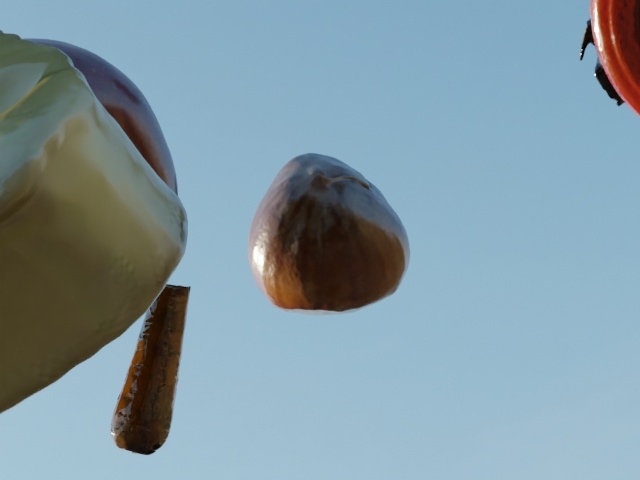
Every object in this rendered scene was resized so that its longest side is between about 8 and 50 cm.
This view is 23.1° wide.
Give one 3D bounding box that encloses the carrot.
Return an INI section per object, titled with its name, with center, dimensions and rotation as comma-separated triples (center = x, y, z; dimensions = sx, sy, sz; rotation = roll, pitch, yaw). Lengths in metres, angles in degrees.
[carrot]
center = -0.155, 0.118, 1.450
dimensions = 0.055, 0.161, 0.055
rotation = 11, -9, 2

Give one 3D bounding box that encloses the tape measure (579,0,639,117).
[tape measure]
center = 0.319, -0.192, 1.196
dimensions = 0.114, 0.253, 0.260
rotation = -39, -49, -57

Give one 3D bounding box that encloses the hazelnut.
[hazelnut]
center = 0.000, 0.000, 1.674
dimensions = 0.182, 0.182, 0.182
rotation = -18, -31, -11

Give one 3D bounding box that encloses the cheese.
[cheese]
center = -0.217, 0.007, 0.740
dimensions = 0.384, 0.384, 0.104
rotation = -29, -60, 9

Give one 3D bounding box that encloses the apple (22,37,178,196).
[apple]
center = -0.250, -0.032, 1.267
dimensions = 0.217, 0.260, 0.260
rotation = -5, -12, 42
